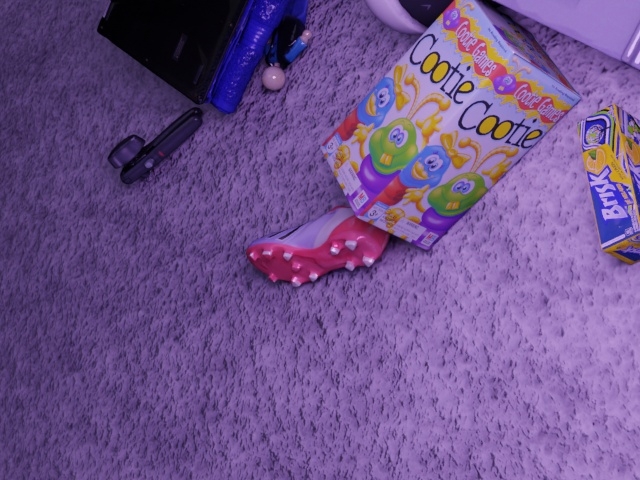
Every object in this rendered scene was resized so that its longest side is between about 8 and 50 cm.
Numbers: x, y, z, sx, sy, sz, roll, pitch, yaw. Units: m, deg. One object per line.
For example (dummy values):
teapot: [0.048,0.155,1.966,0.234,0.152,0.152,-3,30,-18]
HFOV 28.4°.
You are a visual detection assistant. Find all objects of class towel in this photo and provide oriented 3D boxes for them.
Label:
towel: [-0.129,-0.371,1.975,0.308,0.076,0.227,-63,31,14]

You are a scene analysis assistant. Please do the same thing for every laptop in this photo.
laptop: [-0.170,-0.463,2.011,0.408,0.236,0.382,37,111,32]

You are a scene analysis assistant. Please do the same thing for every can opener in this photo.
can opener: [-0.264,-0.154,2.078,0.186,0.073,0.059,-30,44,22]

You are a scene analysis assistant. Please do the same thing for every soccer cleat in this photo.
soccer cleat: [0.000,0.000,1.723,0.248,0.083,0.095,-11,40,47]

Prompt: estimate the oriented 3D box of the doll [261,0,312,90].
doll: [-0.052,-0.317,1.938,0.129,0.046,0.189,-6,68,56]

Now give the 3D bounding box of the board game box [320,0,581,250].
board game box: [0.155,-0.146,1.566,0.275,0.142,0.144,-46,45,21]

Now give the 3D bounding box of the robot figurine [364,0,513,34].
robot figurine: [0.177,-0.370,1.632,0.278,0.173,0.209,-17,50,41]

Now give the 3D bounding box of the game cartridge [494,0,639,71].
game cartridge: [0.300,-0.347,1.421,0.355,0.068,0.230,31,108,24]

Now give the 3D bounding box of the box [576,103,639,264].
box: [0.334,-0.063,1.403,0.054,0.059,0.169,-30,52,37]
